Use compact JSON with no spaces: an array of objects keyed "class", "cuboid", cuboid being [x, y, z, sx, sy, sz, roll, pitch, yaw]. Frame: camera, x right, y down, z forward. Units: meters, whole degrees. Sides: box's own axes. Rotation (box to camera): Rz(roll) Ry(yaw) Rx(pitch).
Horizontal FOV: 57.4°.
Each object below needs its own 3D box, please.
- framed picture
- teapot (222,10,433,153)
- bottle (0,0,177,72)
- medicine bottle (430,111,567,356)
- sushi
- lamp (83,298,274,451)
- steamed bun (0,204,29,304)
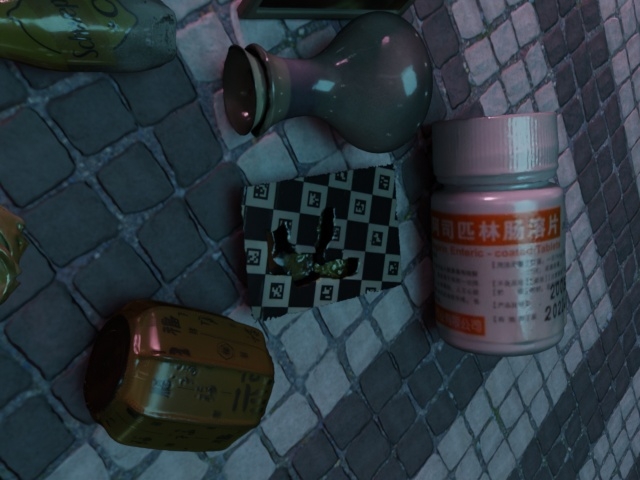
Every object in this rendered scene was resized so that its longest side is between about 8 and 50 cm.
[{"class":"framed picture","cuboid":[0.061,-0.356,0.741,0.290,0.211,0.020,-16,77,-37]},{"class":"teapot","cuboid":[0.011,-0.195,0.745,0.251,0.184,0.183,-11,102,-28]},{"class":"bottle","cuboid":[-0.273,-0.202,0.556,0.270,0.083,0.083,-13,103,-37]},{"class":"medicine bottle","cuboid":[0.288,-0.016,0.958,0.211,0.211,0.370,-14,104,-38]},{"class":"sushi","cuboid":[0.000,0.000,0.829,0.280,0.043,0.192,-13,103,-38]},{"class":"lamp","cuboid":[-0.154,0.150,0.651,0.185,0.161,0.161,25,79,-39]},{"class":"steamed bun","cuboid":[-0.355,0.001,0.500,0.192,0.106,0.177,-52,128,-12]}]
